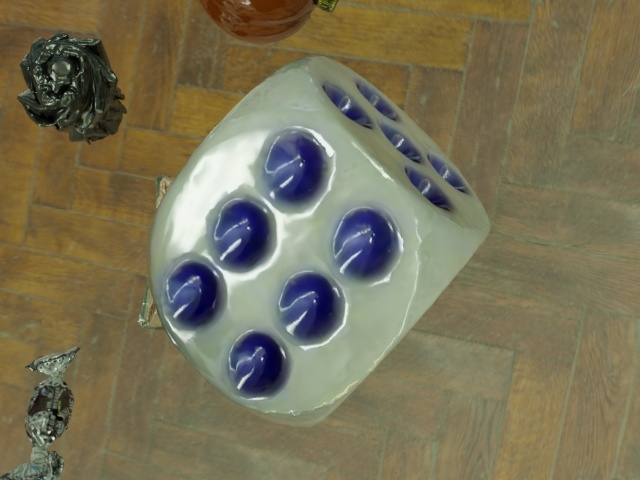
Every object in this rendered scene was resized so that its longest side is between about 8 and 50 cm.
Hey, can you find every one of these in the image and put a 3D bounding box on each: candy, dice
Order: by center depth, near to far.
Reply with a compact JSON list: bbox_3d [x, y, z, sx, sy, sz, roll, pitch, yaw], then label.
[{"bbox_3d":[0.000,0.000,0.753,0.243,0.251,0.259,45,110,6],"label":"dice"},{"bbox_3d":[-0.371,0.235,1.040,0.094,0.051,0.226,5,47,-3],"label":"candy"}]

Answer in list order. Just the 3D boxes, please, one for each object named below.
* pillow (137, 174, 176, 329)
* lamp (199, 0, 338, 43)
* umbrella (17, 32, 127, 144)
[{"bbox_3d":[-0.212,0.018,1.170,0.043,0.126,0.232,3,85,22],"label":"pillow"},{"bbox_3d":[-0.059,-0.341,0.918,0.197,0.223,0.223,23,96,-5],"label":"lamp"},{"bbox_3d":[-0.300,-0.181,1.006,0.118,0.340,0.118,0,92,-6],"label":"umbrella"}]
